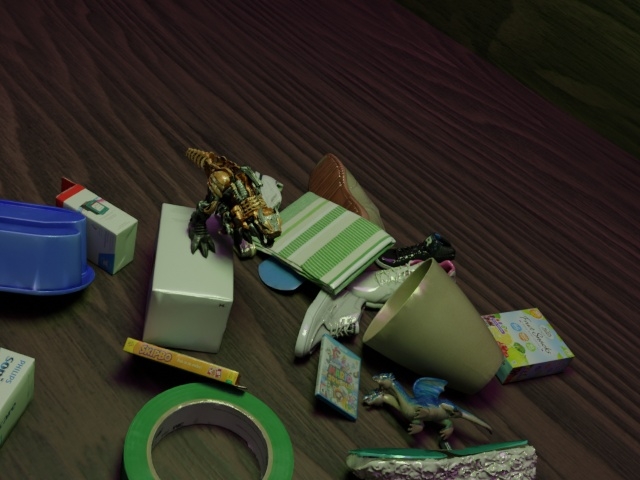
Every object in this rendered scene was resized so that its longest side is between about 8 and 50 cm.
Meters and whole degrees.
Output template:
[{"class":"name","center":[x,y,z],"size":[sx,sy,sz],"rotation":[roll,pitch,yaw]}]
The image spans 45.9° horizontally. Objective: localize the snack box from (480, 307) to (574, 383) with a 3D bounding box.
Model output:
[{"class":"snack box","center":[0.509,0.264,1.924],"size":[0.207,0.070,0.174],"rotation":[-4,43,-29]}]

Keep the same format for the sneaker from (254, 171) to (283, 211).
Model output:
[{"class":"sneaker","center":[-0.154,-0.104,2.085],"size":[0.094,0.090,0.235],"rotation":[21,39,-13]}]

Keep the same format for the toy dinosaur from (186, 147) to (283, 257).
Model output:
[{"class":"toy dinosaur","center":[-0.193,-0.093,1.661],"size":[0.164,0.218,0.322],"rotation":[2,42,-25]}]

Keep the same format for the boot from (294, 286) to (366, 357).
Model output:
[{"class":"boot","center":[0.032,0.196,1.787],"size":[0.123,0.095,0.258],"rotation":[18,37,10]}]

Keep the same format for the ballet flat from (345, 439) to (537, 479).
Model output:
[{"class":"ballet flat","center":[0.256,0.478,1.519],"size":[0.408,0.147,0.147],"rotation":[1,42,-13]}]

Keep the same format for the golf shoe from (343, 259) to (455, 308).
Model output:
[{"class":"golf shoe","center":[0.206,0.099,1.944],"size":[0.306,0.140,0.115],"rotation":[1,43,-19]}]

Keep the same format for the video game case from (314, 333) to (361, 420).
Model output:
[{"class":"video game case","center":[0.041,0.301,1.677],"size":[0.119,0.015,0.166],"rotation":[38,36,-25]}]

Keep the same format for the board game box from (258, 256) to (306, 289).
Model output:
[{"class":"board game box","center":[-0.071,0.075,1.933],"size":[0.168,0.033,0.133],"rotation":[-37,50,-25]}]

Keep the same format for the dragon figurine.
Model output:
[{"class":"dragon figurine","center":[0.243,0.360,1.674],"size":[0.289,0.085,0.144],"rotation":[6,26,-15]}]

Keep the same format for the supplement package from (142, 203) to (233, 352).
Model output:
[{"class":"supplement package","center":[-0.298,0.082,1.724],"size":[0.175,0.178,0.293],"rotation":[9,39,-14]}]

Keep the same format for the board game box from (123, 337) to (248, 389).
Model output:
[{"class":"board game box","center":[-0.272,0.259,1.572],"size":[0.259,0.124,0.039],"rotation":[20,77,1]}]

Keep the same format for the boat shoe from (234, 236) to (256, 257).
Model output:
[{"class":"boat shoe","center":[-0.223,-0.014,1.967],"size":[0.049,0.056,0.152],"rotation":[-13,48,-41]}]

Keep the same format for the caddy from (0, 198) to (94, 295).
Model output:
[{"class":"caddy","center":[-0.664,0.030,1.644],"size":[0.341,0.179,0.241],"rotation":[8,17,-13]}]

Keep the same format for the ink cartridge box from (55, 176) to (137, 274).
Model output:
[{"class":"ink cartridge box","center":[-0.553,-0.037,1.798],"size":[0.231,0.134,0.078],"rotation":[29,40,14]}]

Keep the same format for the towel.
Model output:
[{"class":"towel","center":[0.000,0.000,1.941],"size":[0.324,0.038,0.248],"rotation":[28,55,38]}]

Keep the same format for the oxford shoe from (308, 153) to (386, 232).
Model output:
[{"class":"oxford shoe","center":[0.076,-0.103,2.168],"size":[0.146,0.140,0.397],"rotation":[27,27,-35]}]

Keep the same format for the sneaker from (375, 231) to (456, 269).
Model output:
[{"class":"sneaker","center":[0.264,0.025,2.067],"size":[0.216,0.121,0.079],"rotation":[6,39,-15]}]

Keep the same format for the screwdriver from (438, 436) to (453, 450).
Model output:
[{"class":"screwdriver","center":[0.294,0.492,1.605],"size":[0.025,0.024,0.170],"rotation":[25,29,-43]}]

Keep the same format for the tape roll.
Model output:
[{"class":"tape roll","center":[-0.213,0.421,1.438],"size":[0.321,0.077,0.321],"rotation":[12,38,-9]}]

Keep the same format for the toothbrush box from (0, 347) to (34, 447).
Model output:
[{"class":"toothbrush box","center":[-0.703,0.280,1.365],"size":[0.295,0.126,0.216],"rotation":[17,38,-1]}]

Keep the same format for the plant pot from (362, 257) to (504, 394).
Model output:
[{"class":"plant pot","center":[0.283,0.224,1.767],"size":[0.274,0.256,0.256],"rotation":[40,40,0]}]
